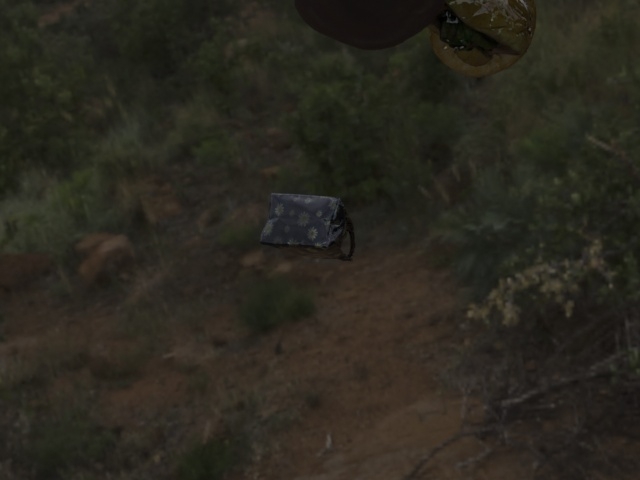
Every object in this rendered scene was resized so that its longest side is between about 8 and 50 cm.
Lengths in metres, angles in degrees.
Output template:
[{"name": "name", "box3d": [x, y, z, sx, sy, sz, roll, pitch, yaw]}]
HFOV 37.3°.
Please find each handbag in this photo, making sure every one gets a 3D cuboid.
[{"name": "handbag", "box3d": [0.000, 0.000, 1.258, 0.115, 0.139, 0.072, 4, 68, 31]}]

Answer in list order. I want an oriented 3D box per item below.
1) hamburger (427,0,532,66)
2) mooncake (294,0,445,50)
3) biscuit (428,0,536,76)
[{"name": "hamburger", "box3d": [0.239, -0.426, 1.616, 0.134, 0.285, 0.266, -40, 21, 31]}, {"name": "mooncake", "box3d": [0.071, -0.409, 1.420, 0.244, 0.245, 0.133, -10, 37, 7]}, {"name": "biscuit", "box3d": [0.315, -0.419, 1.840, 0.219, 0.220, 0.033, -10, 34, 8]}]
